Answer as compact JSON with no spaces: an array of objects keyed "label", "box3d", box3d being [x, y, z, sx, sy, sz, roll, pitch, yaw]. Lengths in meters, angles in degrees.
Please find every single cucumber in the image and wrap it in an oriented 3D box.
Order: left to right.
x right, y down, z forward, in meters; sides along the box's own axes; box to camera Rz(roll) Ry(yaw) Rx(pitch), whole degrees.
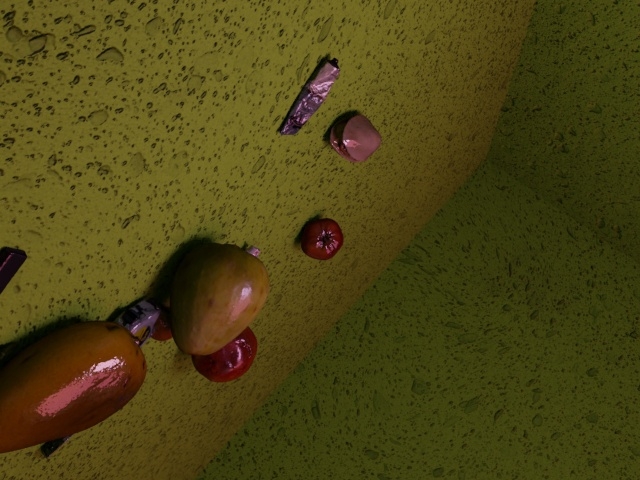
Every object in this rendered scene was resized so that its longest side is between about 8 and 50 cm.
[{"label":"cucumber","box3d":[-0.749,0.574,2.065,0.107,0.035,0.067,-42,178,-30]}]

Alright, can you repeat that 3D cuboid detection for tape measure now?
[{"label":"tape measure","box3d":[-0.543,0.307,1.961,0.164,0.084,0.330,-16,140,-58]}]

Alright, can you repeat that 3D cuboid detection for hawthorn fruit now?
[{"label":"hawthorn fruit","box3d":[0.000,0.000,2.642,0.162,0.162,0.203,-48,180,-11]}]

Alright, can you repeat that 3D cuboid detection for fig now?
[{"label":"fig","box3d":[-0.296,0.164,1.987,0.326,0.258,0.258,-62,163,-6]}]

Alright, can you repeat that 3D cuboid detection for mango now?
[{"label":"mango","box3d":[-0.615,0.344,1.673,0.445,0.220,0.301,-25,155,-36]}]

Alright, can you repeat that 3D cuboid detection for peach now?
[{"label":"peach","box3d":[-0.323,0.366,2.413,0.231,0.231,0.231,-45,161,-20]}]

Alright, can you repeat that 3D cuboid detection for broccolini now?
[{"label":"broccolini","box3d":[-0.716,0.280,1.524,0.201,0.074,0.058,-30,136,-53]}]

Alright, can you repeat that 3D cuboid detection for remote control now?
[{"label":"remote control","box3d":[-0.660,0.116,1.401,0.245,0.025,0.063,-53,158,3]}]

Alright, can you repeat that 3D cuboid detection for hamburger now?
[{"label":"hamburger","box3d":[-0.454,0.249,2.066,0.102,0.087,0.176,-51,165,-6]}]

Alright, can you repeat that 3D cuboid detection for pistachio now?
[{"label":"pistachio","box3d":[0.109,-0.322,2.284,0.223,0.126,0.152,-15,107,-55]}]

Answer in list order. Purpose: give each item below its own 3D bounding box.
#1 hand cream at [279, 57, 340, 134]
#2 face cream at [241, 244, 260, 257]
[{"label":"hand cream","box3d":[-0.028,-0.389,1.949,0.075,0.052,0.248,15,121,-46]},{"label":"face cream","box3d":[-0.269,0.113,2.278,0.229,0.075,0.075,-55,162,8]}]
